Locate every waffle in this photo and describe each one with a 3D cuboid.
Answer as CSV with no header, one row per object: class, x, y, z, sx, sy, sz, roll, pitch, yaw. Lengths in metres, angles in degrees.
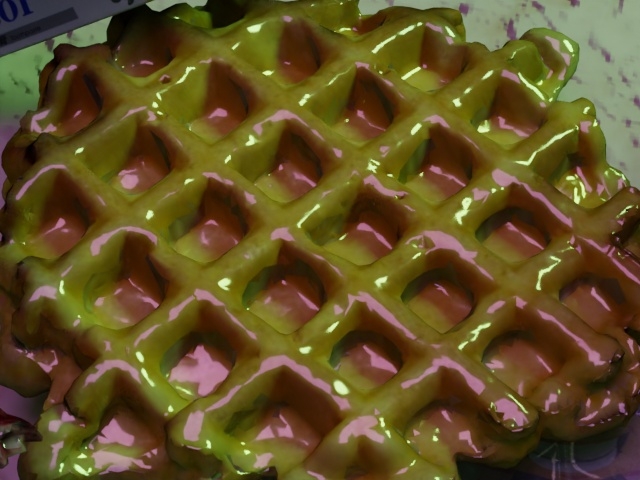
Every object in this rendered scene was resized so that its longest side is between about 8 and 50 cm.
waffle,0.000,0.000,0.638,0.237,0.059,0.243,-2,52,-2

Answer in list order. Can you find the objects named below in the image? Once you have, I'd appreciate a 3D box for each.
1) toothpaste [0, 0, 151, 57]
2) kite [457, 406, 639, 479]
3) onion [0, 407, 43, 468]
toothpaste,-0.099,-0.101,0.684,0.164,0.034,0.046,-16,23,24
kite,0.082,0.154,0.540,0.204,0.022,0.360,-1,52,4
onion,-0.207,0.124,0.516,0.283,0.120,0.227,-21,53,-8
